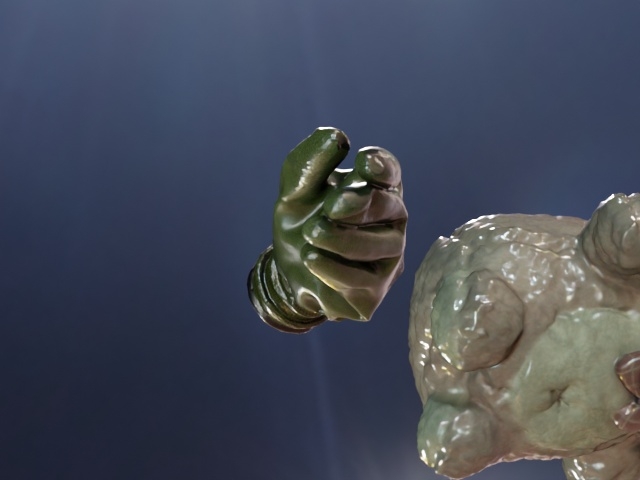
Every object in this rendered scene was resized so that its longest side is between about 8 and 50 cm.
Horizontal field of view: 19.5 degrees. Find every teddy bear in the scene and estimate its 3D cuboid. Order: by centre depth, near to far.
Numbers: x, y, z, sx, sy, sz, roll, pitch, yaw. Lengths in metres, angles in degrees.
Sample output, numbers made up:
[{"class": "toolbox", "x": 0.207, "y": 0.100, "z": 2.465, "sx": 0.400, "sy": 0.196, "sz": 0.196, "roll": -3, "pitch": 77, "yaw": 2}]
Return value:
[{"class": "teddy bear", "x": 0.187, "y": 0.066, "z": 1.152, "sx": 0.151, "sy": 0.267, "sz": 0.236, "roll": -79, "pitch": -5, "yaw": -54}]

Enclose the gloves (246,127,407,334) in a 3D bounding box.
[{"class": "gloves", "x": 0.011, "y": -0.004, "z": 1.420, "sx": 0.107, "sy": 0.135, "sz": 0.268, "roll": -25, "pitch": -11, "yaw": -18}]
